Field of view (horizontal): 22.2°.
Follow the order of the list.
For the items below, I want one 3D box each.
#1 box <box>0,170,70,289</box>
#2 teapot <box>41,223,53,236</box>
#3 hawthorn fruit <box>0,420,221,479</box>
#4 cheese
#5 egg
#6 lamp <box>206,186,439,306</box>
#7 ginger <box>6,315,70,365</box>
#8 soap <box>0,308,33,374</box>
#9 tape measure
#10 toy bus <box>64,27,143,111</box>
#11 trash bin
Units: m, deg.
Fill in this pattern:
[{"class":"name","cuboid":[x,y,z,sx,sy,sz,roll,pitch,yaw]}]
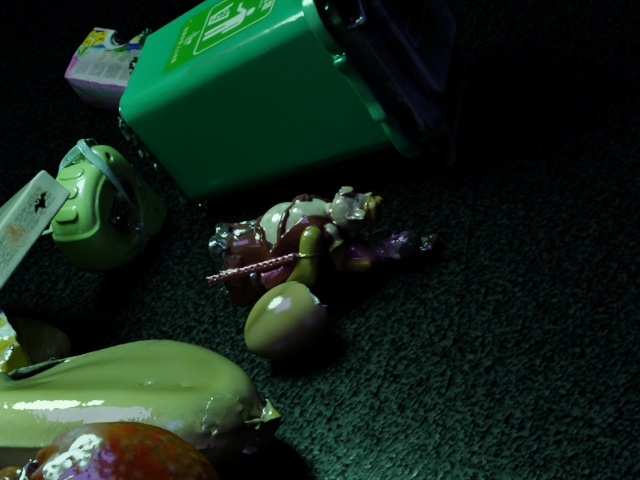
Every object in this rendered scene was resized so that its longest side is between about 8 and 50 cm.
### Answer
[{"class":"box","cuboid":[-0.453,0.066,1.978,0.365,0.051,0.204,-33,21,44]},{"class":"teapot","cuboid":[-0.364,-0.041,2.199,0.064,0.064,0.083,14,84,34]},{"class":"hawthorn fruit","cuboid":[-0.209,0.300,1.468,0.284,0.284,0.284,-18,36,14]},{"class":"cheese","cuboid":[-0.191,0.183,1.676,0.316,0.128,0.259,-3,13,21]},{"class":"egg","cuboid":[-0.039,0.091,1.790,0.096,0.080,0.080,-33,35,-6]},{"class":"lamp","cuboid":[0.000,0.000,1.847,0.253,0.118,0.118,-15,37,16]},{"class":"ginger","cuboid":[-0.457,0.239,1.847,0.348,0.122,0.363,-14,47,5]},{"class":"soap","cuboid":[-0.422,0.180,1.770,0.232,0.073,0.140,-28,43,-10]},{"class":"tape measure","cuboid":[-0.272,-0.036,2.037,0.087,0.177,0.154,-4,52,30]},{"class":"toy bus","cuboid":[-0.241,-0.236,2.333,0.274,0.090,0.112,13,58,42]},{"class":"trash bin","cuboid":[-0.029,-0.202,2.017,0.381,0.295,0.259,-20,35,29]}]
